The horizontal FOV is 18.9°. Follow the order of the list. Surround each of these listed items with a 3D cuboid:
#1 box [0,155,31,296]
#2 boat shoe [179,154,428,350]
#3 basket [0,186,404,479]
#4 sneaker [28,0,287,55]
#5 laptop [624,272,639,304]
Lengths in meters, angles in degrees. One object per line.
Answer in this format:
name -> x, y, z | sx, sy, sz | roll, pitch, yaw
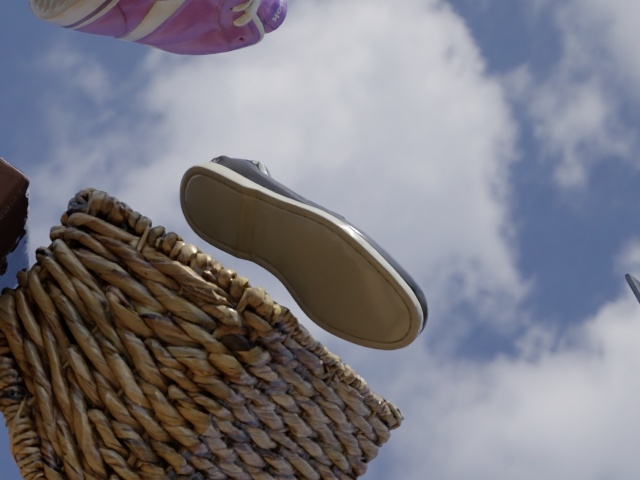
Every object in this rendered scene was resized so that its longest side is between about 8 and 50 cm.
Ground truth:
box -> -0.296, 0.004, 1.212 | 0.167, 0.168, 0.203 | 37, -18, 3
boat shoe -> 0.000, 0.000, 1.236 | 0.206, 0.065, 0.075 | 31, -56, 33
basket -> -0.118, 0.126, 1.313 | 0.213, 0.299, 0.223 | 30, -97, 28
sneaker -> -0.061, -0.207, 1.326 | 0.161, 0.102, 0.282 | 17, -23, -36
laptop -> 0.260, 0.177, 1.223 | 0.136, 0.234, 0.264 | 5, -79, 2
